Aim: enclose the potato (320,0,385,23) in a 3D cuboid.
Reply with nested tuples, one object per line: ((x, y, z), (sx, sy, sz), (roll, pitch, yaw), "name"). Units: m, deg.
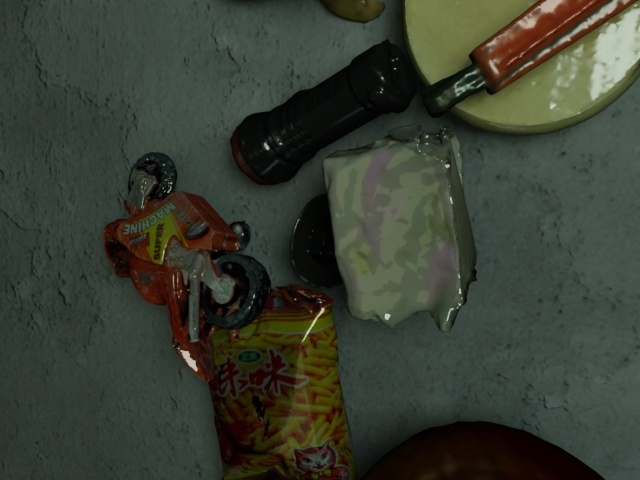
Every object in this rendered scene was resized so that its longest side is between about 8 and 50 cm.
((0.023, -0.274, 0.711), (0.093, 0.036, 0.037), (33, 109, 10), "potato")

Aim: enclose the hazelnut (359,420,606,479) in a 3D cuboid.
((0.149, 0.389, 0.619), (0.352, 0.421, 0.421), (2, 104, -5), "hazelnut")

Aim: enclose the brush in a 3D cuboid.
((0.227, -0.203, 0.534), (0.323, 0.070, 0.051), (-35, 92, 20), "brush")

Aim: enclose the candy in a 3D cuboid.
((0.088, -0.022, 0.667), (0.137, 0.185, 0.195), (-7, 99, 16), "candy")

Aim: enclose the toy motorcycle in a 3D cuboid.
((-0.180, 0.020, 0.796), (0.171, 0.089, 0.298), (-49, 60, 10), "toy motorcycle")

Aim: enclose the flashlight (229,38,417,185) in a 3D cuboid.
((-0.001, -0.138, 0.691), (0.232, 0.093, 0.093), (-25, 93, 41), "flashlight")

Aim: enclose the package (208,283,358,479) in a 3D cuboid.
((-0.062, 0.200, 0.813), (0.223, 0.108, 0.288), (-7, 89, 26), "package")

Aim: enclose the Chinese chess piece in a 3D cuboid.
((0.205, -0.230, 0.624), (0.250, 0.097, 0.251), (4, 103, 18), "Chinese chess piece")

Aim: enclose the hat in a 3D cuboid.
((0.000, 0.000, 0.768), (0.050, 0.121, 0.121), (23, 114, 55), "hat")
